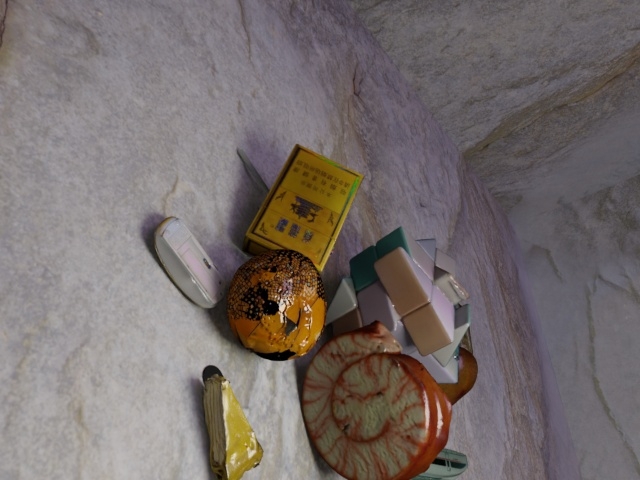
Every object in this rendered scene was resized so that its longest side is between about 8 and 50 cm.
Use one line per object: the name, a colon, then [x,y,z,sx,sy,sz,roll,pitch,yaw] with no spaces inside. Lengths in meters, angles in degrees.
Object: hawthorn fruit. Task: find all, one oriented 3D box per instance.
hawthorn fruit: [0.329,0.400,1.613,0.208,0.248,0.208,26,8,-4]

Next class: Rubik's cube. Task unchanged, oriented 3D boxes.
Rubik's cube: [0.217,0.175,1.453,0.368,0.358,0.387,48,28,-14]

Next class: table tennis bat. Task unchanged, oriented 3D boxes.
table tennis bat: [-0.197,0.278,1.061,0.083,0.007,0.050,62,29,-2]

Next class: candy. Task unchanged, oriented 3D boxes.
candy: [-0.106,-0.084,1.423,0.365,0.124,0.124,56,29,3]

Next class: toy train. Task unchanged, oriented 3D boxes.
toy train: [0.312,0.624,1.542,0.407,0.087,0.088,31,42,-45]

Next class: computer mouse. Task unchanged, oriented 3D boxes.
computer mouse: [-0.260,0.046,1.102,0.199,0.045,0.102,56,29,-18]

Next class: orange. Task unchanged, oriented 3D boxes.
orange: [-0.087,0.131,1.150,0.234,0.182,0.234,-1,92,-46]

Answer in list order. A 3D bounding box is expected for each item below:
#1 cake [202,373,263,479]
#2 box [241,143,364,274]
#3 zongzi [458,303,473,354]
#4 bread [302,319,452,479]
cake: [-0.182,0.344,0.989,0.116,0.080,0.184,-42,115,-47]
box: [-0.037,-0.069,1.339,0.193,0.084,0.301,25,59,0]
zongzi: [0.422,0.299,1.926,0.288,0.134,0.285,45,32,-33]
bread: [0.109,0.359,1.194,0.328,0.295,0.114,44,16,34]
